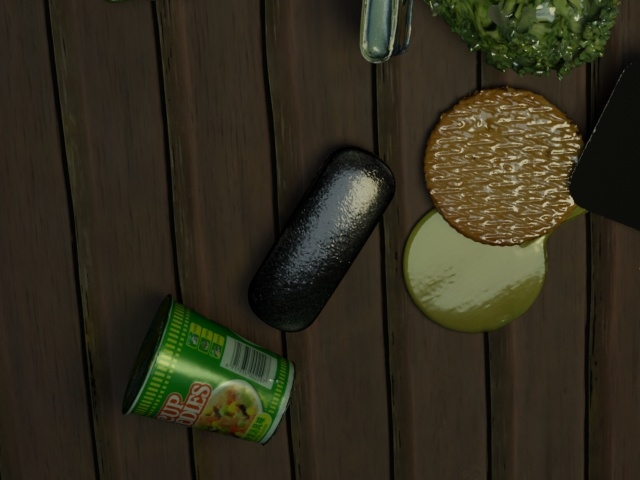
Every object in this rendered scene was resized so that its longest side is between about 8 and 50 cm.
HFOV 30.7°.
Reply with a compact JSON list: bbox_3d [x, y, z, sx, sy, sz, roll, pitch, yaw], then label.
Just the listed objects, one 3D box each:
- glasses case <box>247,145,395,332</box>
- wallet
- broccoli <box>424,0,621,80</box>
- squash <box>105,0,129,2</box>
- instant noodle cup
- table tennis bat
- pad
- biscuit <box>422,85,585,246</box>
[{"bbox_3d":[0.000,0.000,1.843,0.122,0.082,0.321,30,102,-8],"label":"glasses case"},{"bbox_3d":[0.096,-0.333,1.695,0.059,0.202,0.141,8,103,9],"label":"wallet"},{"bbox_3d":[0.294,-0.415,1.642,0.249,0.302,0.375,-42,97,-29],"label":"broccoli"},{"bbox_3d":[-0.168,-0.424,1.735,0.341,0.094,0.094,-28,103,5],"label":"squash"},{"bbox_3d":[-0.170,0.216,1.858,0.232,0.207,0.207,21,104,-12],"label":"instant noodle cup"},{"bbox_3d":[0.300,-0.001,1.859,0.368,0.054,0.224,-35,97,13],"label":"table tennis bat"},{"bbox_3d":[0.553,-0.092,1.826,0.375,0.063,0.315,21,102,-20],"label":"pad"},{"bbox_3d":[0.284,-0.113,1.807,0.254,0.035,0.254,0,91,9],"label":"biscuit"}]
